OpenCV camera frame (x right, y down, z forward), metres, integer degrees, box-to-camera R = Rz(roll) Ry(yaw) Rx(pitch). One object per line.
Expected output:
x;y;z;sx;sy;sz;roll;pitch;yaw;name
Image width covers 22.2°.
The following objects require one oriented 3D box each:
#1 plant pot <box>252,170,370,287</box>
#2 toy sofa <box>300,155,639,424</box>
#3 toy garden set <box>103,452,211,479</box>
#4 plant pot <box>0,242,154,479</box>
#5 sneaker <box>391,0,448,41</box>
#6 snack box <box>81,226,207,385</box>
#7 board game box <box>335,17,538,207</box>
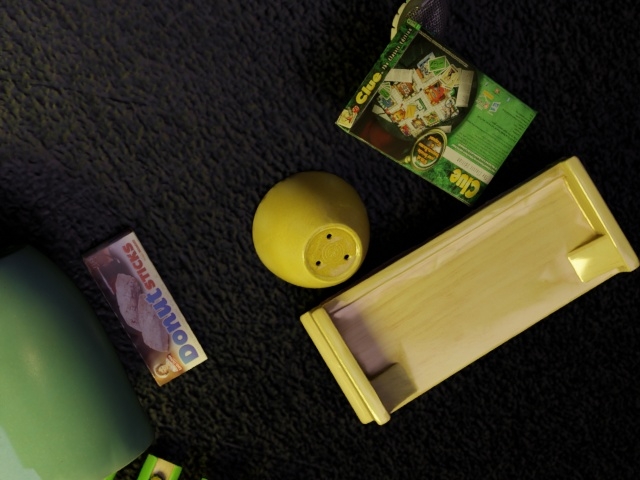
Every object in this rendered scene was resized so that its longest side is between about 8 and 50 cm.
0.000;0.000;1.810;0.134;0.095;0.134;-5;110;-14;plant pot
0.167;0.055;1.867;0.363;0.177;0.150;-31;91;-3;toy sofa
-0.184;0.355;1.833;0.244;0.049;0.203;24;84;-3;toy garden set
-0.345;0.140;1.664;0.293;0.293;0.235;-19;99;-9;plant pot
0.105;-0.193;1.785;0.065;0.076;0.166;14;104;-21;sneaker
-0.196;0.075;1.818;0.064;0.022;0.178;-31;114;-6;snack box
0.132;-0.134;1.777;0.260;0.030;0.136;28;97;-51;board game box
